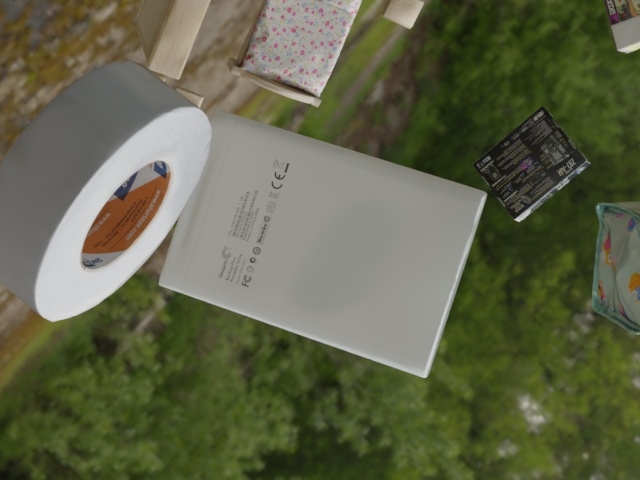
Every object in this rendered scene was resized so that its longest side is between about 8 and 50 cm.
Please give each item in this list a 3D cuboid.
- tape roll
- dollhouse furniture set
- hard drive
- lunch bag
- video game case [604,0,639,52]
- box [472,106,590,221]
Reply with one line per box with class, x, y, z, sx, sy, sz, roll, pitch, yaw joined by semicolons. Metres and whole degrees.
tape roll;-0.187;-0.040;1.078;0.219;0.072;0.219;-49;165;-18
dollhouse furniture set;-0.063;-0.234;1.717;0.303;0.355;0.174;-64;-158;19
hard drive;0.000;0.000;1.572;0.047;0.353;0.233;18;90;-76
lunch bag;0.422;0.028;1.345;0.262;0.223;0.160;-135;-133;-87
video game case;0.428;-0.367;1.538;0.210;0.232;0.041;-16;175;32
box;0.189;-0.068;1.152;0.083;0.067;0.018;-41;159;15
